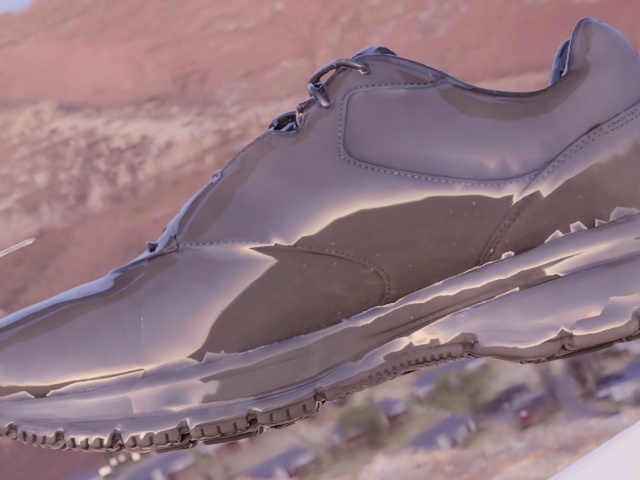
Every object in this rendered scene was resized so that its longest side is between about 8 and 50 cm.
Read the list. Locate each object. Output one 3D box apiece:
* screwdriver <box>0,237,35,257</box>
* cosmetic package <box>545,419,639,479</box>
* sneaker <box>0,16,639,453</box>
[{"bbox_3d":[-0.287,0.028,1.110,0.170,0.025,0.024,-28,-28,16],"label":"screwdriver"},{"bbox_3d":[0.358,0.190,1.091,0.385,0.217,0.156,-31,-18,-3],"label":"cosmetic package"},{"bbox_3d":[0.000,0.000,0.533,0.286,0.130,0.109,-14,-4,-6],"label":"sneaker"}]
